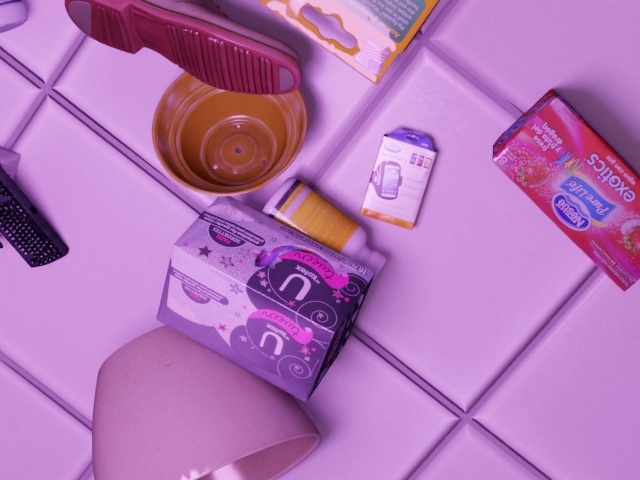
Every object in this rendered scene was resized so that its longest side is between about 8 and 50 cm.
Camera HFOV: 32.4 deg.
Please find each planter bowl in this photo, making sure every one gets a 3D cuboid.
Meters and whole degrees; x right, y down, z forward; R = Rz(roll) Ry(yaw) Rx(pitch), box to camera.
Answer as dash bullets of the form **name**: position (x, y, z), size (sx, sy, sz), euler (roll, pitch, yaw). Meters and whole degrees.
- **planter bowl**: position (-0.122, -0.144, 1.549), size (0.217, 0.090, 0.217), euler (-2, 68, 4)

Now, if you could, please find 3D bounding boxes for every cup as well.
- **cup**: position (-0.198, 0.259, 1.587), size (0.331, 0.331, 0.237), euler (-34, 72, 15)

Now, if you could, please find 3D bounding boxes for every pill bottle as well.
- **pill bottle**: position (0.000, 0.000, 1.576), size (0.184, 0.103, 0.103), euler (37, 106, 0)

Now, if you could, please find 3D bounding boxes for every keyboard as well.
- **keyboard**: position (-0.467, -0.022, 1.639), size (0.100, 0.038, 0.192), euler (-22, 126, 15)

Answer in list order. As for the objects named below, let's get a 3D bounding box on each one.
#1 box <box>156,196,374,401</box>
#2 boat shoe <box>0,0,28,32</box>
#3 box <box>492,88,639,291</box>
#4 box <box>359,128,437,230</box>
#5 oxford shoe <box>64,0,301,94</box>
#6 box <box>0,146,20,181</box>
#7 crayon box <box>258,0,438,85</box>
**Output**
- **box**: position (-0.078, 0.076, 1.509), size (0.247, 0.142, 0.163), euler (27, 135, 8)
- **boat shoe**: position (-0.570, -0.330, 1.590), size (0.302, 0.109, 0.094), euler (-6, 100, 13)
- **box**: position (0.361, -0.071, 1.487), size (0.257, 0.128, 0.122), euler (44, 106, -3)
- **box**: position (0.114, -0.091, 1.576), size (0.081, 0.028, 0.136), euler (18, 103, 5)
- **oxford shoe**: position (-0.171, -0.307, 1.507), size (0.348, 0.123, 0.130), euler (23, 62, 8)
- **box**: position (-0.617, -0.155, 1.659), size (0.324, 0.067, 0.063), euler (21, 107, 3)
- **crayon box**: position (0.091, -0.400, 1.476), size (0.203, 0.083, 0.323), euler (36, 105, 0)
